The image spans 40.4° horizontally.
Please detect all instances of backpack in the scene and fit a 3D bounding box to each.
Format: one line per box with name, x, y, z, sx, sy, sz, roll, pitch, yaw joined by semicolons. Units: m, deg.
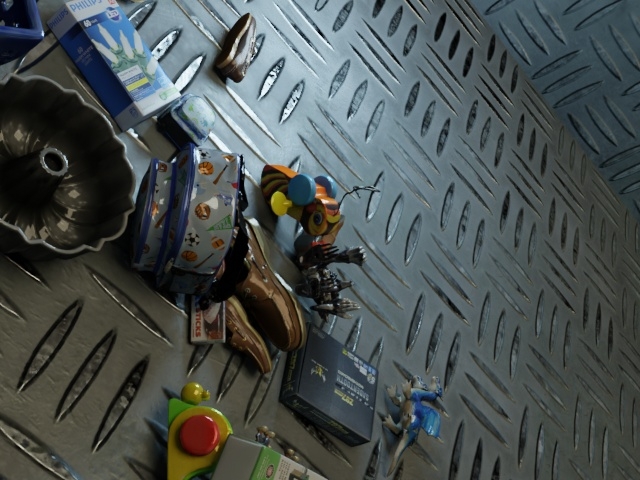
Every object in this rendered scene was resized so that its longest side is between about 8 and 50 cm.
backpack;-0.238;-0.052;1.607;0.213;0.263;0.277;10;58;-26
backpack;-0.273;-0.257;1.845;0.105;0.084;0.114;48;36;-22

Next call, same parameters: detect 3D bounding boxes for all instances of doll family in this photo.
doll family;-0.093;0.444;1.629;0.193;0.076;0.111;46;35;-25

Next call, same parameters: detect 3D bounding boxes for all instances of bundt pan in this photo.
bundt pan;-0.482;-0.109;1.467;0.330;0.124;0.331;28;49;-38

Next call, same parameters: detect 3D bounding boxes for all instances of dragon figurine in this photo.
dragon figurine;0.222;0.419;2.010;0.144;0.085;0.289;36;43;-31

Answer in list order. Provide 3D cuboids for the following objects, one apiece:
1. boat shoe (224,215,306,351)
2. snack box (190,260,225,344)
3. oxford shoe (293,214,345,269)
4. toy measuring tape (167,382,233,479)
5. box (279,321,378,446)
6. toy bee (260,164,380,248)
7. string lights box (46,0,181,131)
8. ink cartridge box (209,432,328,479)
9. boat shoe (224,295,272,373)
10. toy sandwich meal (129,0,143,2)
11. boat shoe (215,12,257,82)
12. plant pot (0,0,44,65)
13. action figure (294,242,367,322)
boat shoe;-0.139;0.097;1.776;0.104;0.110;0.307;-13;69;-48
snack box;-0.219;0.116;1.694;0.022;0.064;0.178;83;3;-61
oxford shoe;0.000;0.000;2.039;0.212;0.076;0.076;-46;131;-51
toy measuring tape;-0.205;0.404;1.481;0.121;0.121;0.330;20;57;-42
box;0.024;0.310;1.864;0.232;0.059;0.183;38;44;-28
toy bee;-0.026;-0.068;1.921;0.195;0.298;0.162;6;100;-30
string lights box;-0.413;-0.362;1.748;0.260;0.076;0.133;56;38;-9
ink cartridge box;-0.095;0.446;1.487;0.219;0.092;0.160;41;63;-46
boat shoe;-0.159;0.193;1.726;0.060;0.064;0.178;-32;93;-23
toy sandwich meal;-0.419;-0.556;1.907;0.085;0.029;0.086;27;53;-42
boat shoe;-0.192;-0.461;2.086;0.073;0.073;0.207;41;49;-29
plant pot;-0.621;-0.386;1.400;0.236;0.212;0.236;-5;73;-51
action figure;0.029;0.090;1.863;0.275;0.140;0.164;44;47;-76
